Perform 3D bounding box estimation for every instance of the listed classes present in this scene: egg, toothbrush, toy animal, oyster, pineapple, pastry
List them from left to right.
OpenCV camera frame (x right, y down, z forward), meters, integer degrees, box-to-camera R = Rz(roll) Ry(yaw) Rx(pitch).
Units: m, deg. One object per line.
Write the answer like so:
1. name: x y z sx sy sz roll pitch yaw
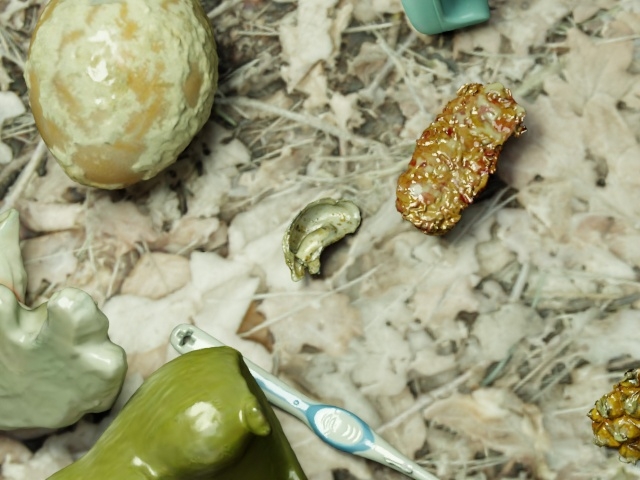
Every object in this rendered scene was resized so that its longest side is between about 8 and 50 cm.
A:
1. toy animal: -0.292 0.059 1.428 0.266 0.308 0.188 49 41 -6
2. egg: -0.199 -0.165 1.494 0.195 0.195 0.233 15 87 18
3. toy animal: -0.176 0.254 1.337 0.363 0.181 0.180 -42 57 -6
4. oyster: 0.000 0.000 1.477 0.083 0.038 0.080 -6 76 -17
5. toothbrush: 0.011 0.171 1.395 0.386 0.040 0.040 28 78 22
6. pastry: 0.132 -0.077 1.455 0.087 0.063 0.169 33 74 13
7. pineapple: 0.303 0.165 1.325 0.114 0.077 0.114 -45 74 31

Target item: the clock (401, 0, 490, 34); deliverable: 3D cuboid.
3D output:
1. clock: 0.098 -0.346 1.449 0.094 0.274 0.223 -12 69 8
